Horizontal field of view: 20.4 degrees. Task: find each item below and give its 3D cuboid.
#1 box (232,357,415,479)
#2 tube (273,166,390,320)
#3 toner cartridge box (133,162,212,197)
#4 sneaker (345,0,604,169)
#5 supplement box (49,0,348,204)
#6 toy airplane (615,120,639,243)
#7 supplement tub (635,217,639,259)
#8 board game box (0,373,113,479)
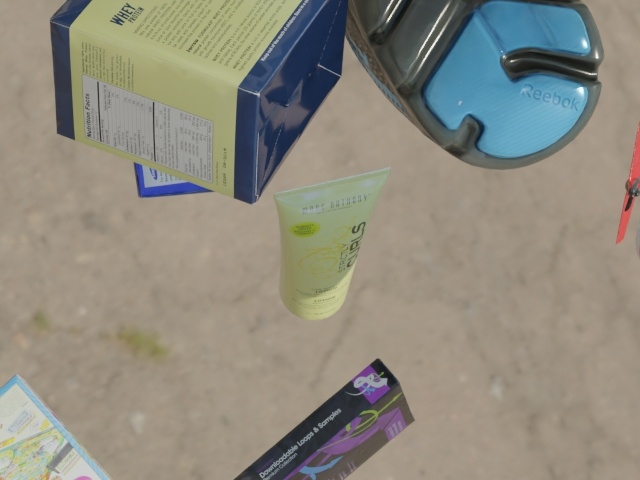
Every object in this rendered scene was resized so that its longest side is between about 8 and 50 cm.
[{"bbox_3d":[-0.004,0.163,1.318,0.029,0.162,0.116,49,-6,21],"label":"box"},{"bbox_3d":[0.000,0.000,1.452,0.062,0.240,0.070,33,69,9],"label":"tube"},{"bbox_3d":[-0.111,-0.122,1.569,0.348,0.075,0.165,-32,117,-87],"label":"toner cartridge box"},{"bbox_3d":[0.010,-0.185,0.843,0.139,0.125,0.341,-171,-124,-83],"label":"sneaker"},{"bbox_3d":[-0.044,-0.071,0.658,0.083,0.056,0.083,20,48,14],"label":"supplement box"},{"bbox_3d":[0.370,-0.069,2.064,0.151,0.028,0.151,12,90,-79],"label":"toy airplane"},{"bbox_3d":[0.407,0.073,1.605,0.191,0.191,0.272,25,41,-41],"label":"supplement tub"},{"bbox_3d":[-0.225,0.179,1.184,0.103,0.154,0.026,47,-7,10],"label":"board game box"}]
